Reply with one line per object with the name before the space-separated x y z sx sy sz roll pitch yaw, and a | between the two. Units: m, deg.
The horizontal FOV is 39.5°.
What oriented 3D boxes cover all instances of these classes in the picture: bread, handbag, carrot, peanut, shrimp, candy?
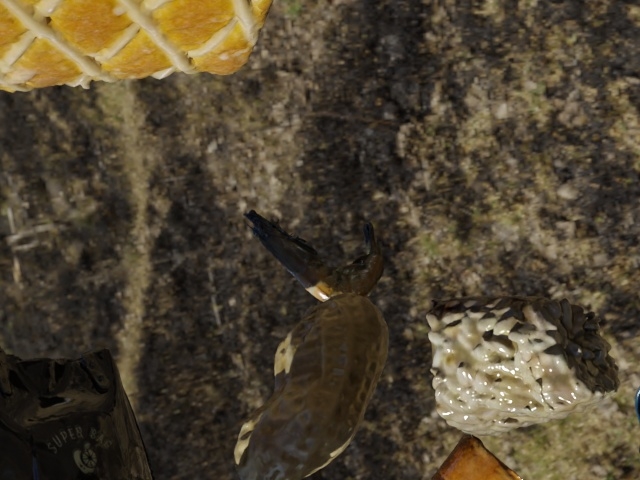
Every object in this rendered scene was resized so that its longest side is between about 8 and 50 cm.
bread | -0.229 -0.322 0.852 0.390 0.370 0.280 148 111 -74
handbag | -0.370 0.282 1.232 0.152 0.342 0.288 -27 68 30
carrot | 0.185 0.385 1.205 0.159 0.225 0.159 47 177 3
peanut | -0.007 0.207 1.222 0.153 0.325 0.140 38 149 -3
shrimp | 0.000 0.000 1.590 0.262 0.198 0.051 38 141 10
candy | 0.116 0.072 0.531 0.110 0.095 0.085 -13 74 34

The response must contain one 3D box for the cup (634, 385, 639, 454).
cup | 0.489 0.215 1.181 0.176 0.131 0.155 -146 61 -66
